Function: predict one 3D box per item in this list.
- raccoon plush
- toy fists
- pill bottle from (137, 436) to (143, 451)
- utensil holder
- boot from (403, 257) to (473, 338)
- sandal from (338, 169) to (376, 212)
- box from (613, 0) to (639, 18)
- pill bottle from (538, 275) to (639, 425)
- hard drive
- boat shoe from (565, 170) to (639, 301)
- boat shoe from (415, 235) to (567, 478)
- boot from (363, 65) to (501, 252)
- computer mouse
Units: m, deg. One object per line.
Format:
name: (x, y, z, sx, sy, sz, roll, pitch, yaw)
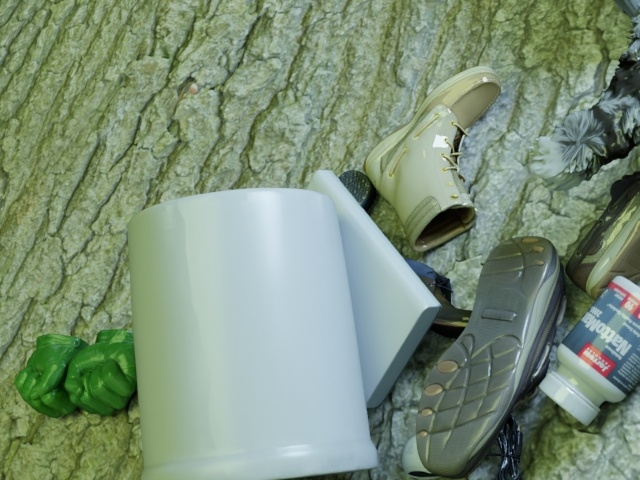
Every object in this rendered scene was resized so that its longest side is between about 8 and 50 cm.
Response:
raccoon plush: (0.508, -0.209, 1.594, 0.446, 0.299, 0.216, -32, 56, 33)
toy fists: (-0.425, 0.236, 2.171, 0.279, 0.096, 0.142, -7, 63, 34)
pill bottle: (-0.175, 0.256, 1.938, 0.131, 0.131, 0.229, 26, 83, 44)
utensil holder: (-0.104, 0.149, 1.739, 0.328, 0.327, 0.385, -14, 76, 32)
boot: (0.165, 0.080, 1.807, 0.219, 0.082, 0.106, 5, 72, 42)
sandal: (0.001, 0.000, 2.007, 0.254, 0.054, 0.097, -45, 56, 3)
box: (0.436, -0.439, 1.785, 0.127, 0.231, 0.262, -39, 48, 15)
pill bottle: (0.369, 0.146, 1.593, 0.180, 0.108, 0.108, -52, 46, 3)
hard drive: (0.041, 0.068, 1.839, 0.307, 0.040, 0.203, 52, 128, 36)
boat shoe: (0.430, -0.049, 1.662, 0.092, 0.103, 0.285, 36, 96, 39)
boat shoe: (0.249, 0.167, 1.653, 0.132, 0.130, 0.355, 11, 66, 46)
boot: (0.201, -0.124, 1.884, 0.262, 0.095, 0.203, -40, 47, 15)
computer mouse: (0.186, 0.293, 1.697, 0.193, 0.042, 0.106, -10, 61, 34)
